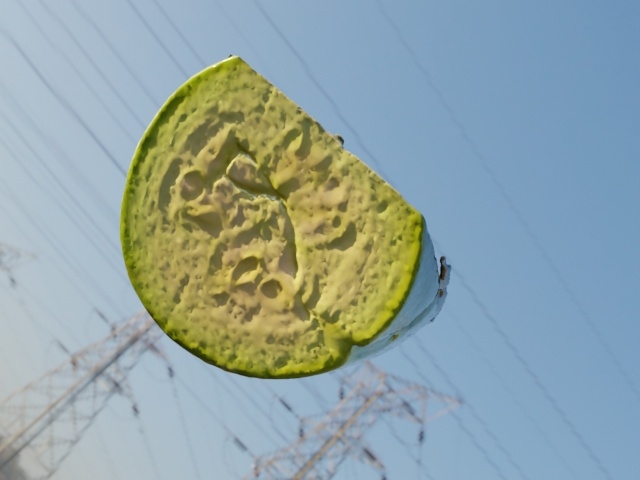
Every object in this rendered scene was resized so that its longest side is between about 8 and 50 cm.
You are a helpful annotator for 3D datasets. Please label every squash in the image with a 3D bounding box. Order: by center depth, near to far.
[{"bbox_3d":[0.000,0.000,0.907,0.234,0.210,0.309,41,15,15],"label":"squash"}]
